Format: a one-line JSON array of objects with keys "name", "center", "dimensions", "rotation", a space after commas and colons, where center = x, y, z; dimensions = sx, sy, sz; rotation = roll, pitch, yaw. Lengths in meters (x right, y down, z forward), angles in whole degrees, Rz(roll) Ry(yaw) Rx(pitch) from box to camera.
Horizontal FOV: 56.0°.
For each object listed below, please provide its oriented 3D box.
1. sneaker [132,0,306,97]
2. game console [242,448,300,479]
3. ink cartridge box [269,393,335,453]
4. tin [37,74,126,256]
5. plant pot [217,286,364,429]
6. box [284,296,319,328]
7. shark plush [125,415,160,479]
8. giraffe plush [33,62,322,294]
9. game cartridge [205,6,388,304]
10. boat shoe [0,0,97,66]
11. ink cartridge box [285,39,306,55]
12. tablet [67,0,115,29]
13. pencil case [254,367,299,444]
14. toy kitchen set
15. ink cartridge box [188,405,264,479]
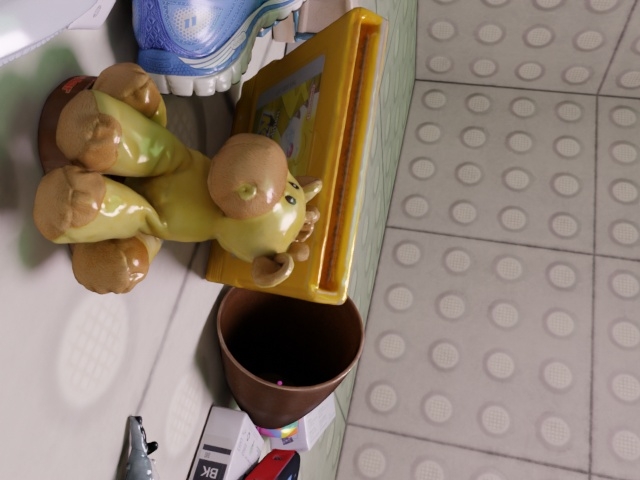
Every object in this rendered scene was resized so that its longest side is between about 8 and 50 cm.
[{"name": "sneaker", "center": [-0.089, -0.290, 0.607], "dimensions": [0.147, 0.130, 0.329], "rotation": [88, 15, -49]}, {"name": "game console", "center": [-0.114, 0.523, 0.910], "dimensions": [0.386, 0.060, 0.341], "rotation": [15, 83, -78]}, {"name": "ink cartridge box", "center": [-0.054, 0.240, 1.339], "dimensions": [0.308, 0.091, 0.384], "rotation": [17, 65, -78]}, {"name": "tin", "center": [-0.188, -0.050, 0.525], "dimensions": [0.106, 0.040, 0.189], "rotation": [-73, 165, -53]}, {"name": "plant pot", "center": [-0.063, 0.198, 0.949], "dimensions": [0.215, 0.216, 0.230], "rotation": [-70, 177, -46]}, {"name": "box", "center": [-0.048, 0.023, 1.016], "dimensions": [0.122, 0.128, 0.256], "rotation": [-66, 160, -52]}, {"name": "shark plush", "center": [-0.202, 0.277, 0.651], "dimensions": [0.067, 0.073, 0.161], "rotation": [11, 92, -48]}, {"name": "giraffe plush", "center": [-0.092, -0.032, 0.491], "dimensions": [0.210, 0.171, 0.181], "rotation": [64, 35, -69]}, {"name": "game cartridge", "center": [-0.048, -0.080, 0.698], "dimensions": [0.324, 0.053, 0.285], "rotation": [-1, -101, 61]}, {"name": "boat shoe", "center": [-0.181, -0.191, 0.355], "dimensions": [0.302, 0.109, 0.094], "rotation": [-83, 157, -45]}, {"name": "ink cartridge box", "center": [0.008, -0.283, 1.069], "dimensions": [0.128, 0.128, 0.176], "rotation": [22, 76, -78]}, {"name": "tablet", "center": [-0.172, -0.187, 0.467], "dimensions": [0.054, 0.006, 0.083], "rotation": [-55, -166, 14]}, {"name": "pencil case", "center": [-0.076, 0.252, 1.117], "dimensions": [0.104, 0.105, 0.236], "rotation": [-12, 109, -78]}, {"name": "toy kitchen set", "center": [-0.009, -0.324, 0.863], "dimensions": [0.207, 0.166, 0.122], "rotation": [-66, 161, -51]}, {"name": "ink cartridge box", "center": [-0.167, 0.433, 0.891], "dimensions": [0.165, 0.065, 0.332], "rotation": [82, 18, -55]}]
